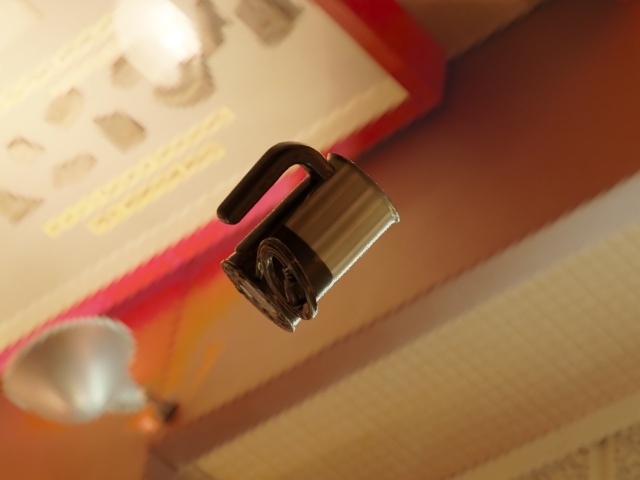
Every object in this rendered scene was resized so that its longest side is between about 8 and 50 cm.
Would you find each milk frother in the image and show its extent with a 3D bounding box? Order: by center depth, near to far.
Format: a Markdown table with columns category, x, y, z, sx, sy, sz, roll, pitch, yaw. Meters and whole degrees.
| category | x | y | z | sx | sy | sz | roll | pitch | yaw |
| --- | --- | --- | --- | --- | --- | --- | --- | --- | --- |
| milk frother | 0.000 | 0.000 | 1.393 | 0.135 | 0.129 | 0.143 | -46 | -136 | -11 |
